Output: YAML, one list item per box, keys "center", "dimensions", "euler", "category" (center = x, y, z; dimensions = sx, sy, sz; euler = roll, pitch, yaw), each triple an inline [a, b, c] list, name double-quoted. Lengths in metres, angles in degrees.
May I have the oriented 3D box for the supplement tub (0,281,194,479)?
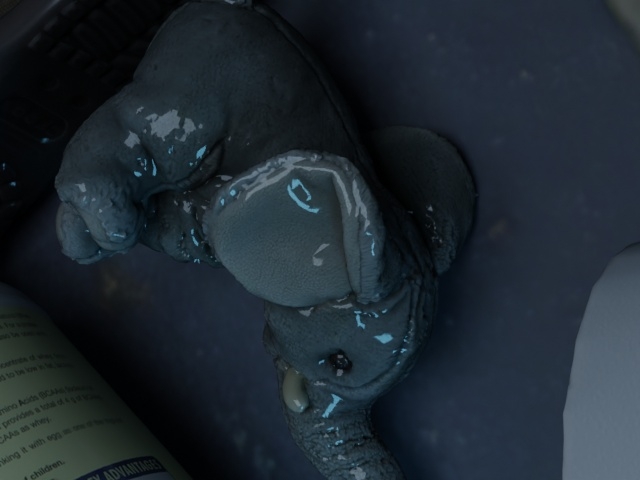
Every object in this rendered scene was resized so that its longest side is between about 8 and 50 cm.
- center: [-0.187, 0.167, 0.878]
  dimensions: [0.325, 0.235, 0.235]
  euler: [45, 109, 21]
  category: "supplement tub"

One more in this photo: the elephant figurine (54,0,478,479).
- center: [0.000, 0.000, 0.848]
  dimensions: [0.239, 0.186, 0.169]
  euler: [35, 62, 13]
  category: "elephant figurine"

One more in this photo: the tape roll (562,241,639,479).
- center: [0.189, 0.132, 0.653]
  dimensions: [0.100, 0.286, 0.286]
  euler: [-9, 85, 28]
  category: "tape roll"

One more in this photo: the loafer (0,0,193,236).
- center: [-0.206, -0.090, 0.969]
  dimensions: [0.366, 0.134, 0.130]
  euler: [-31, 52, 14]
  category: "loafer"
